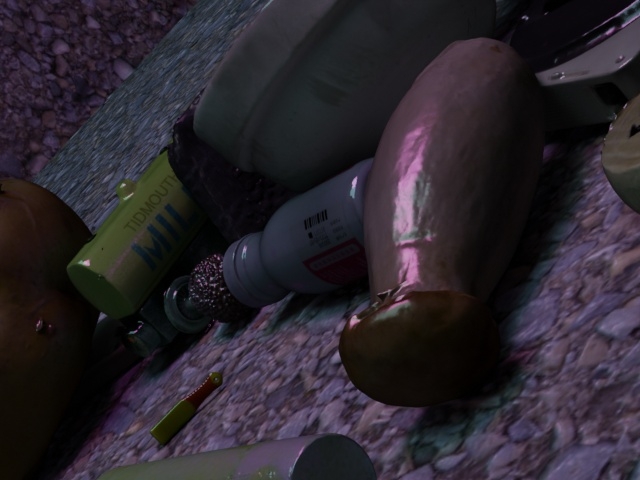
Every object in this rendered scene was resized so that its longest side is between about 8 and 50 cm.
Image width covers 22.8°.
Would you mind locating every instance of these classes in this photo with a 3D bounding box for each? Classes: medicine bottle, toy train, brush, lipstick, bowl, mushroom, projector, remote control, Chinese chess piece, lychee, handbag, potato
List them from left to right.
[{"bbox_3d":[-0.336,0.106,1.640,0.218,0.202,0.351,64,-153,-76],"label":"potato"},{"bbox_3d":[-0.263,0.145,1.765,0.285,0.038,0.123,-36,20,18],"label":"remote control"},{"bbox_3d":[-0.152,-0.006,1.641,0.105,0.157,0.253,-21,28,55],"label":"toy train"},{"bbox_3d":[-0.119,0.148,1.428,0.083,0.019,0.021,-45,6,2],"label":"brush"},{"bbox_3d":[-0.074,0.183,1.113,0.304,0.076,0.076,-19,30,53],"label":"lipstick"},{"bbox_3d":[-0.094,0.046,1.533,0.067,0.068,0.083,-6,28,-17],"label":"lychee"},{"bbox_3d":[-0.036,-0.112,1.613,0.270,0.175,0.089,-48,-3,-19],"label":"handbag"},{"bbox_3d":[0.000,0.000,1.379,0.216,0.090,0.090,-25,25,50],"label":"medicine bottle"},{"bbox_3d":[0.045,-0.156,1.423,0.307,0.163,0.307,-46,-9,-10],"label":"bowl"},{"bbox_3d":[0.092,-0.022,1.145,0.128,0.128,0.350,-33,27,35],"label":"mushroom"},{"bbox_3d":[0.254,-0.199,1.279,0.259,0.079,0.257,-47,17,-17],"label":"projector"},{"bbox_3d":[0.248,-0.075,1.022,0.144,0.058,0.144,-41,16,14],"label":"Chinese chess piece"}]
